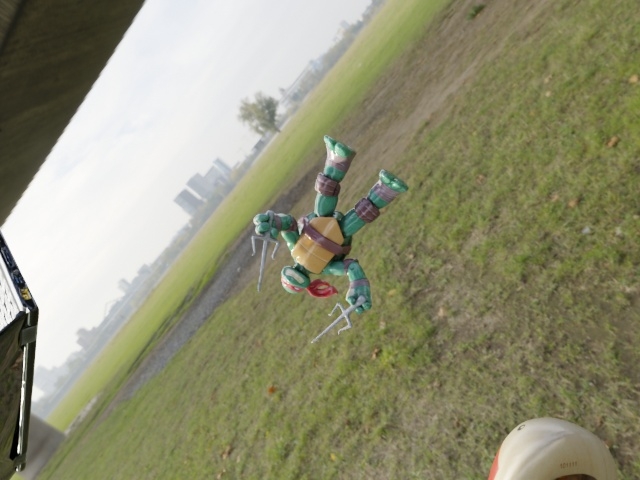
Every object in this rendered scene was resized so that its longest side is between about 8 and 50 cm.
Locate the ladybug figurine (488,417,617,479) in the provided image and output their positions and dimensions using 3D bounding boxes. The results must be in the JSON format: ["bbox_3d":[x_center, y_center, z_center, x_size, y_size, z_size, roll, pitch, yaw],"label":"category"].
[{"bbox_3d":[0.521,0.597,1.155,0.162,0.304,0.450,-117,22,-68],"label":"ladybug figurine"}]

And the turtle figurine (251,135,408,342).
[{"bbox_3d":[0.000,0.000,0.618,0.234,0.175,0.118,-60,12,13],"label":"turtle figurine"}]

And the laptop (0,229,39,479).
[{"bbox_3d":[-0.492,0.194,0.591,0.236,0.408,0.382,-13,-39,-44],"label":"laptop"}]
